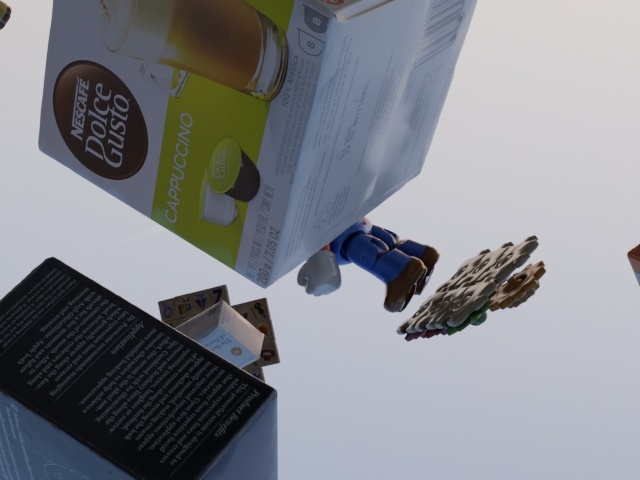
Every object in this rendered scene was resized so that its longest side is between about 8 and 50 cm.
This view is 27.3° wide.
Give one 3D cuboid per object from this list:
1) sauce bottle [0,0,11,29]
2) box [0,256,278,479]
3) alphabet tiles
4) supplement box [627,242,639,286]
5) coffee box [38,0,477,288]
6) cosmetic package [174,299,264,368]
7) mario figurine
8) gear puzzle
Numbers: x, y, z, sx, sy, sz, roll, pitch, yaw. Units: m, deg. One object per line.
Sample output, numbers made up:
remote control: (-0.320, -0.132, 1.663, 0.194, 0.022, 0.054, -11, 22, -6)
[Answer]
sauce bottle: (-0.492, -0.338, 1.832, 0.042, 0.128, 0.042, -37, -141, 37)
box: (-0.271, 0.259, 1.789, 0.395, 0.294, 0.212, 29, -126, 21)
alphabet tiles: (-0.180, 0.182, 2.363, 0.237, 0.198, 0.009, -15, 175, 31)
supplement box: (0.558, 0.098, 2.049, 0.078, 0.233, 0.080, -37, -149, -15)
coffee box: (-0.065, -0.218, 1.435, 0.334, 0.338, 0.338, 31, -141, 19)
cosmetic package: (-0.212, 0.192, 2.120, 0.239, 0.099, 0.060, -31, -146, 30)
mario figurine: (0.000, 0.000, 1.880, 0.320, 0.198, 0.170, 32, -100, 14)
gear puzzle: (0.218, 0.069, 1.722, 0.175, 0.044, 0.339, -43, -175, -16)
